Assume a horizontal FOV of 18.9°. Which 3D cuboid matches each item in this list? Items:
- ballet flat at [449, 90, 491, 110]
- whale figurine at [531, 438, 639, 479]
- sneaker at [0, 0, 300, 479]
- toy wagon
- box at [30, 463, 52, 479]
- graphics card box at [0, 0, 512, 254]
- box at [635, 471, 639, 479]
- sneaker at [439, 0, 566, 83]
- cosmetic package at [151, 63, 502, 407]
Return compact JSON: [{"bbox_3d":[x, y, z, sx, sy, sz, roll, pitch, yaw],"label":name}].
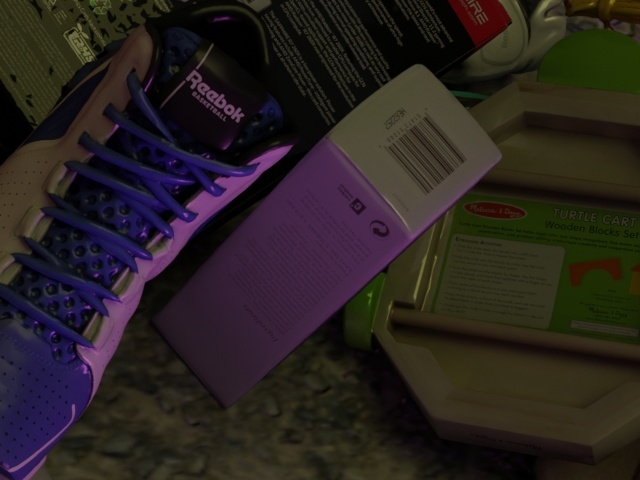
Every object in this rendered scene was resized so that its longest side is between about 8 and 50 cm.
[{"bbox_3d":[0.182,-0.063,1.498,0.280,0.095,0.096,-4,73,-27],"label":"ballet flat"},{"bbox_3d":[0.233,0.082,1.422,0.216,0.141,0.272,30,71,-17],"label":"whale figurine"},{"bbox_3d":[-0.117,-0.030,1.060,0.127,0.182,0.315,37,58,-12],"label":"sneaker"},{"bbox_3d":[0.175,-0.017,1.338,0.267,0.068,0.344,9,64,17],"label":"toy wagon"},{"bbox_3d":[-0.174,0.188,1.036,0.145,0.038,0.186,13,40,-58],"label":"box"},{"bbox_3d":[-0.071,-0.145,1.287,0.371,0.094,0.233,-36,94,-34],"label":"graphics card box"},{"bbox_3d":[0.307,0.188,1.246,0.117,0.243,0.213,30,84,-16],"label":"box"},{"bbox_3d":[0.075,-0.251,1.537,0.118,0.110,0.292,-27,78,-35],"label":"sneaker"},{"bbox_3d":[0.000,0.000,1.209,0.085,0.231,0.117,49,44,2],"label":"cosmetic package"}]
